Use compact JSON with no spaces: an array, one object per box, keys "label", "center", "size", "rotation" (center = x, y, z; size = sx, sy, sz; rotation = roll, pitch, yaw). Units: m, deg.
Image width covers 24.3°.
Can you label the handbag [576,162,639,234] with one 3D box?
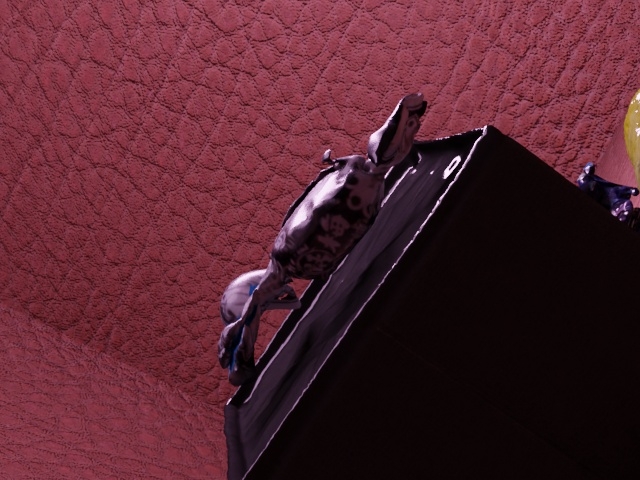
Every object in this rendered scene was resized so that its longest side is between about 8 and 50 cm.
[{"label":"handbag","center":[0.255,0.056,1.489],"size":[0.162,0.113,0.260],"rotation":[96,-163,-56]}]

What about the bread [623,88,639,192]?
[{"label":"bread","center":[0.282,-0.071,1.091],"size":[0.114,0.111,0.129],"rotation":[-72,0,-63]}]

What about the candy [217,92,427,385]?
[{"label":"candy","center":[-0.001,0.000,0.957],"size":[0.226,0.051,0.094],"rotation":[-54,15,24]}]

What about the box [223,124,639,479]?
[{"label":"box","center":[0.091,0.086,0.957],"size":[0.251,0.204,0.345],"rotation":[-55,5,-1]}]
